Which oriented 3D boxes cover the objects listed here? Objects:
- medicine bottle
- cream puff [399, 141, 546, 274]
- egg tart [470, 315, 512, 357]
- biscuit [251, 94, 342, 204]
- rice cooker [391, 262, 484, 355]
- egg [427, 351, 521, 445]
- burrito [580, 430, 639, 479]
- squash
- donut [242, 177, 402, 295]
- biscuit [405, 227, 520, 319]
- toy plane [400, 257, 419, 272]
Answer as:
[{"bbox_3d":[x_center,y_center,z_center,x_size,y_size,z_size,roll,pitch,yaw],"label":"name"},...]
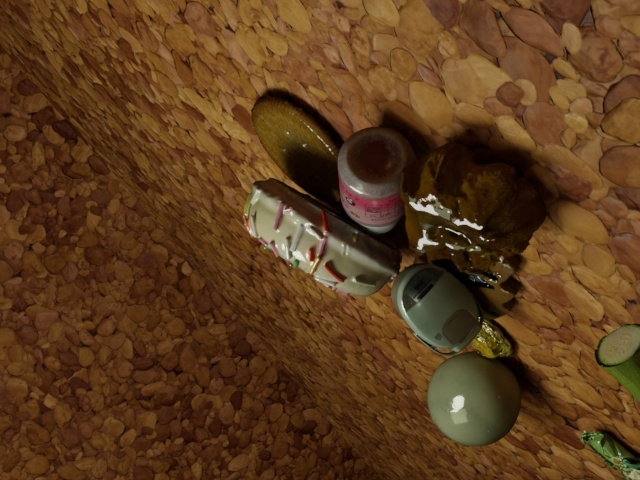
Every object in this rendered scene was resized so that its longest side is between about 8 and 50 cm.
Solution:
[{"bbox_3d":[0.106,-0.101,1.417,0.147,0.147,0.247,38,165,16],"label":"medicine bottle"},{"bbox_3d":[0.243,-0.050,1.261,0.241,0.155,0.269,33,152,15],"label":"cream puff"},{"bbox_3d":[0.373,0.222,1.691,0.130,0.052,0.130,41,161,18],"label":"egg tart"},{"bbox_3d":[-0.037,-0.199,1.658,0.305,0.038,0.305,38,160,16],"label":"biscuit"},{"bbox_3d":[0.234,0.135,1.528,0.206,0.145,0.127,46,176,-21],"label":"rice cooker"},{"bbox_3d":[0.361,0.374,1.773,0.219,0.219,0.269,36,153,23],"label":"egg"},{"bbox_3d":[0.696,0.500,1.613,0.288,0.054,0.104,38,159,18],"label":"burrito"},{"bbox_3d":[0.568,0.238,1.294,0.188,0.095,0.095,44,161,-15],"label":"squash"},{"bbox_3d":[0.000,0.000,1.644,0.382,0.143,0.382,29,-176,-2],"label":"donut"},{"bbox_3d":[0.305,0.067,1.520,0.278,0.043,0.302,19,149,50],"label":"biscuit"},{"bbox_3d":[0.258,0.112,1.681,0.188,0.062,0.135,31,137,-16],"label":"toy plane"}]
